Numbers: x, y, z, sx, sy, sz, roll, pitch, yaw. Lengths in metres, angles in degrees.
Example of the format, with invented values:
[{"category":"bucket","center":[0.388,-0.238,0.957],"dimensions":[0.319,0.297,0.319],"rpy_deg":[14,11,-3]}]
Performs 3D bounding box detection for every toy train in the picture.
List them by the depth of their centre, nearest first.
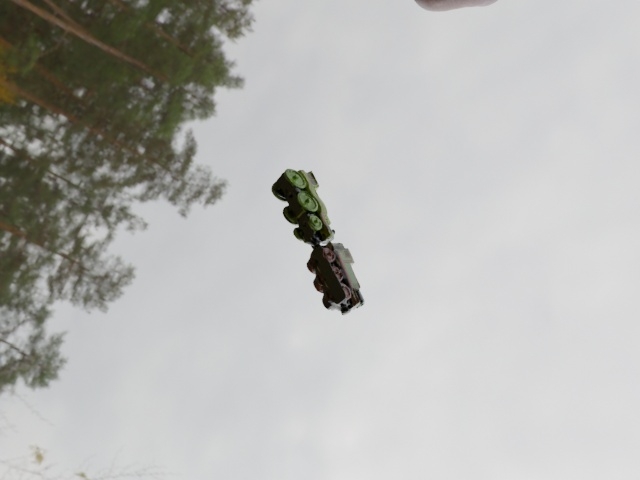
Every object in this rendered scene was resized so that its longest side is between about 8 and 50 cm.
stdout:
[{"category":"toy train","center":[0.000,0.000,1.118],"dimensions":[0.053,0.085,0.249],"rpy_deg":[-41,-119,33]}]

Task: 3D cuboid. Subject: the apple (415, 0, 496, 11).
[{"category":"apple","center":[0.200,-0.397,1.075],"dimensions":[0.153,0.153,0.119],"rpy_deg":[22,-56,54]}]
